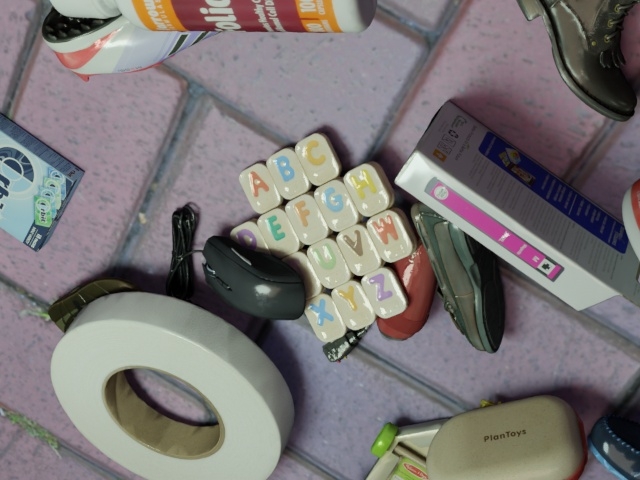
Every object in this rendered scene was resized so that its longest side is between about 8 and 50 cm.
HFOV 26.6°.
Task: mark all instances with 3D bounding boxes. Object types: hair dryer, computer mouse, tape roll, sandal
[{"bbox_3d":[0.060,0.051,1.933,0.293,0.080,0.223,-28,104,30],"label":"hair dryer"},{"bbox_3d":[-0.140,0.079,1.991,0.262,0.060,0.184,29,128,28],"label":"computer mouse"},{"bbox_3d":[-0.230,0.245,2.103,0.392,0.072,0.392,13,133,15],"label":"tape roll"},{"bbox_3d":[-0.343,0.098,2.129,0.219,0.060,0.090,-22,109,45],"label":"sandal"}]

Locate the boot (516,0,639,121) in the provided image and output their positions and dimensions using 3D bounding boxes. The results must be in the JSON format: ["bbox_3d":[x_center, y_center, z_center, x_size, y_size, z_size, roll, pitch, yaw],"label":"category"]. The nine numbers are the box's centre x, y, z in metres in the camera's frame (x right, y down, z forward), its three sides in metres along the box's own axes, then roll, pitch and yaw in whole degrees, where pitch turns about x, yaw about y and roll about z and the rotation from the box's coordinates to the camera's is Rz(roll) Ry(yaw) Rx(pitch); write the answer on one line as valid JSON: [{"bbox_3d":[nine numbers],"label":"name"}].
[{"bbox_3d":[0.372,-0.293,1.624,0.229,0.091,0.263,-31,101,32],"label":"boot"}]

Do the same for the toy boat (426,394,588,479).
[{"bbox_3d":[0.269,0.323,1.922,0.231,0.151,0.151,-14,130,14],"label":"toy boat"}]

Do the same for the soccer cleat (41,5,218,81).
[{"bbox_3d":[-0.217,-0.293,1.854,0.318,0.108,0.116,-10,144,15],"label":"soccer cleat"}]

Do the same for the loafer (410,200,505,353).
[{"bbox_3d":[0.192,0.043,1.861,0.084,0.096,0.267,3,131,26],"label":"loafer"}]

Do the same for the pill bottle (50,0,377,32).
[{"bbox_3d":[-0.132,-0.368,1.671,0.392,0.224,0.224,2,118,12],"label":"pill bottle"}]

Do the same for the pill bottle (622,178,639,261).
[{"bbox_3d":[0.559,-0.068,1.603,0.363,0.210,0.210,-36,100,32],"label":"pill bottle"}]

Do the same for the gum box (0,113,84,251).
[{"bbox_3d":[-0.473,-0.094,2.078,0.184,0.041,0.157,35,123,1],"label":"gum box"}]

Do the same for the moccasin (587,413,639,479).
[{"bbox_3d":[0.539,0.311,1.881,0.342,0.137,0.117,23,119,-9],"label":"moccasin"}]

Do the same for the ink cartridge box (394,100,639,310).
[{"bbox_3d":[0.280,-0.027,1.750,0.371,0.176,0.069,33,123,1],"label":"ink cartridge box"}]

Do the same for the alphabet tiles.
[{"bbox_3d":[0.000,0.000,1.914,0.284,0.021,0.278,-25,92,37],"label":"alphabet tiles"}]

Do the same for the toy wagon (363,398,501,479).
[{"bbox_3d":[0.192,0.378,2.045,0.267,0.068,0.344,32,108,2],"label":"toy wagon"}]
